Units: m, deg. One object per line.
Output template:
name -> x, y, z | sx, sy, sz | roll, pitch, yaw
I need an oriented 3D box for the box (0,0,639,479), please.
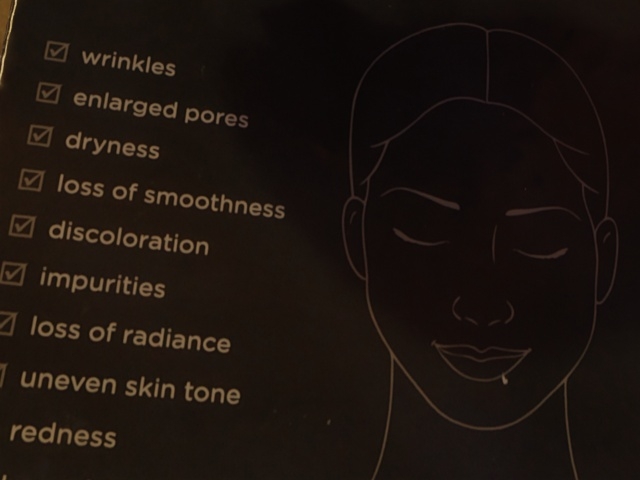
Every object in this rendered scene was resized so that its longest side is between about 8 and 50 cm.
box -> 0.000, 0.000, 0.591 | 0.480, 0.471, 0.297 | 7, 165, -8
